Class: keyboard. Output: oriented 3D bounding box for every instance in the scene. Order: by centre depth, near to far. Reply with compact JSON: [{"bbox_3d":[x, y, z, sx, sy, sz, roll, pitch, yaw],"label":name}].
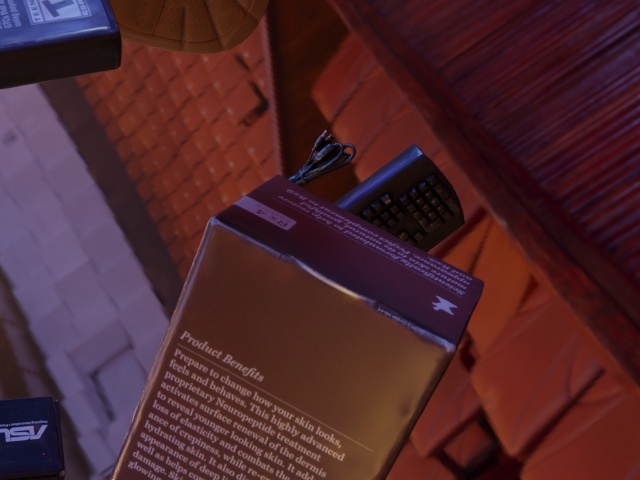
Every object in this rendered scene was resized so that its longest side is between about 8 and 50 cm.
[{"bbox_3d":[0.000,0.000,1.207,0.201,0.317,0.033,48,-169,-25],"label":"keyboard"}]

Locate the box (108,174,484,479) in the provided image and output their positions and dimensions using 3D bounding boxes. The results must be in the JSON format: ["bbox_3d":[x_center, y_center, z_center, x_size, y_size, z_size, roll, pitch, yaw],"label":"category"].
[{"bbox_3d":[-0.045,0.163,0.817,0.191,0.381,0.143,29,-155,8],"label":"box"}]

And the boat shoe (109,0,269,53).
[{"bbox_3d":[-0.167,-0.188,0.612,0.285,0.102,0.092,10,-149,-29],"label":"boat shoe"}]

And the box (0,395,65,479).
[{"bbox_3d":[-0.430,0.306,1.021,0.395,0.318,0.097,113,150,-44],"label":"box"}]

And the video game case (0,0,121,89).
[{"bbox_3d":[-0.239,-0.120,0.419,0.026,0.274,0.196,101,151,-53],"label":"video game case"}]
